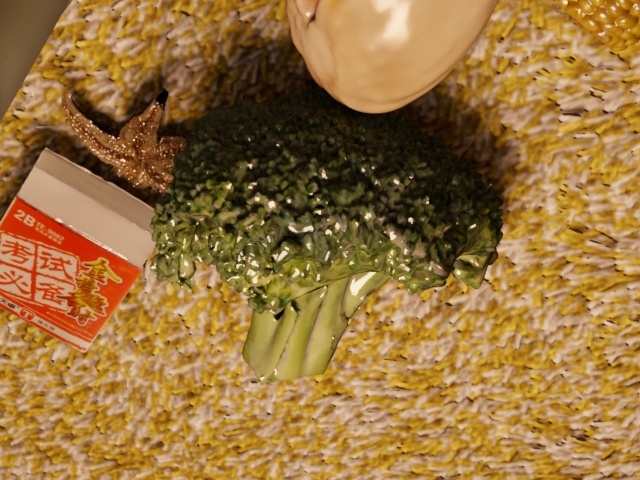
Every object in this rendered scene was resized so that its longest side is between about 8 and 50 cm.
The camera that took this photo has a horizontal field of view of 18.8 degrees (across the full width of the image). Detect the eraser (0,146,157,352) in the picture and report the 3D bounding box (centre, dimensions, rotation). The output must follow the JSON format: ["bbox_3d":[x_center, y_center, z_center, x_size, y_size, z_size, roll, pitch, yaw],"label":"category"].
[{"bbox_3d":[-0.276,0.014,2.090,0.157,0.038,0.230,30,135,-9],"label":"eraser"}]

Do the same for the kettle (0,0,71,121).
[{"bbox_3d":[-0.362,-0.188,1.841,0.205,0.318,0.265,6,123,5],"label":"kettle"}]

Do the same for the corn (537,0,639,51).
[{"bbox_3d":[0.350,-0.320,1.751,0.144,0.144,0.387,34,119,-12],"label":"corn"}]

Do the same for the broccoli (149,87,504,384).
[{"bbox_3d":[-0.002,-0.023,1.940,0.375,0.249,0.302,-5,155,-26],"label":"broccoli"}]

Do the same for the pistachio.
[{"bbox_3d":[0.089,-0.263,1.810,0.318,0.214,0.193,-50,61,22],"label":"pistachio"}]

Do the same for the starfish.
[{"bbox_3d":[-0.189,-0.082,2.037,0.213,0.057,0.238,26,133,-13],"label":"starfish"}]
